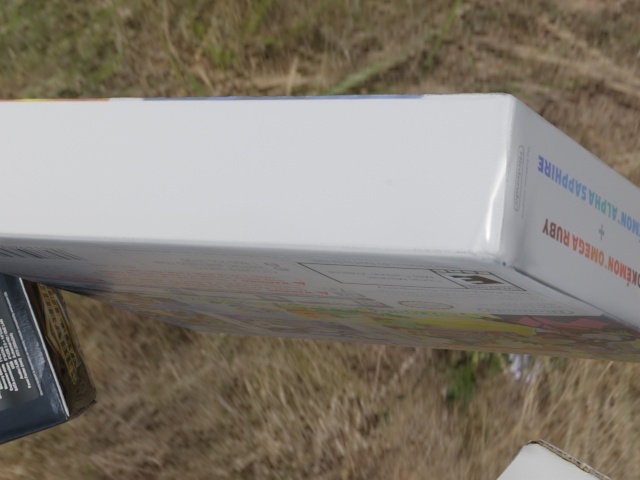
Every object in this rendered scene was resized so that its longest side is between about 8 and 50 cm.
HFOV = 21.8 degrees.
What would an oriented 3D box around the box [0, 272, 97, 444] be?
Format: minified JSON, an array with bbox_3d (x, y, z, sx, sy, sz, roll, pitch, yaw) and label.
[{"bbox_3d":[-0.214,-0.002,0.708,0.175,0.051,0.220,-19,93,9],"label":"box"}]

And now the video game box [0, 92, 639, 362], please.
[{"bbox_3d":[0.000,0.000,0.511,0.205,0.187,0.048,2,77,29],"label":"video game box"}]

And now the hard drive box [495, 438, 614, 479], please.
[{"bbox_3d":[0.083,0.174,0.386,0.181,0.232,0.089,-49,122,-9],"label":"hard drive box"}]
